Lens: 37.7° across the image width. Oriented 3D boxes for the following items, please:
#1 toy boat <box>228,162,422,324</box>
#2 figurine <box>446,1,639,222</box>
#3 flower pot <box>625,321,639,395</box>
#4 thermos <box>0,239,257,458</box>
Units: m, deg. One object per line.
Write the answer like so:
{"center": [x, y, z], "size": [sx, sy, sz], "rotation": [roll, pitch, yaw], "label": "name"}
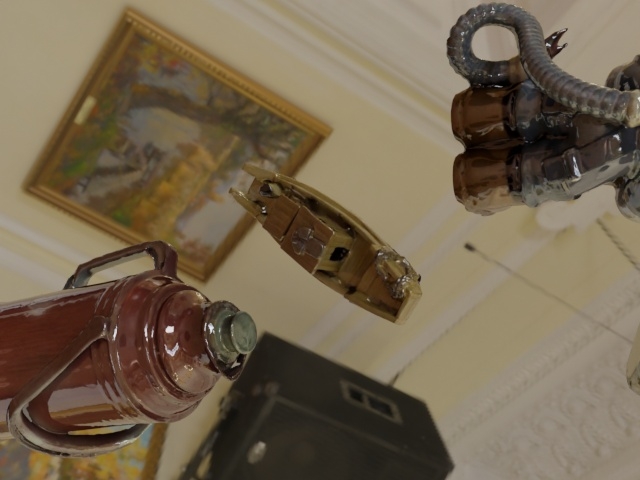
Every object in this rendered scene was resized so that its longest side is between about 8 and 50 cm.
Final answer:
{"center": [0.000, 0.000, 0.781], "size": [0.206, 0.072, 0.064], "rotation": [36, -75, 31], "label": "toy boat"}
{"center": [0.300, -0.080, 0.725], "size": [0.382, 0.186, 0.261], "rotation": [-5, -86, 34], "label": "figurine"}
{"center": [0.536, 0.130, 1.052], "size": [0.293, 0.330, 0.293], "rotation": [19, 90, -77], "label": "flower pot"}
{"center": [-0.137, 0.066, 0.576], "size": [0.232, 0.099, 0.124], "rotation": [-13, -117, 31], "label": "thermos"}
